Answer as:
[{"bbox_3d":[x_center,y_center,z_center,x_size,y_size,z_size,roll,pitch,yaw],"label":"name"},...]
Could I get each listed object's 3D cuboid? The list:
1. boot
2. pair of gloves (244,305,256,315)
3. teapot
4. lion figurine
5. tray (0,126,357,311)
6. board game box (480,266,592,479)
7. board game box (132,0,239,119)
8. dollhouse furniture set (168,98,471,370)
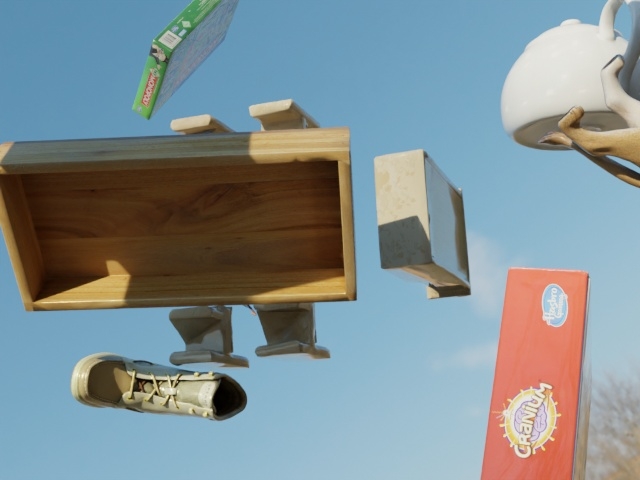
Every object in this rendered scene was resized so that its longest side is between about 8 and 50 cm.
[{"bbox_3d":[-0.216,0.203,1.190,0.165,0.077,0.213,2,-13,31],"label":"boot"},{"bbox_3d":[-0.174,0.126,1.880,0.010,0.083,0.074,-42,-57,-12],"label":"pair of gloves"},{"bbox_3d":[0.401,-0.257,1.359,0.256,0.187,0.252,-5,-11,31],"label":"teapot"},{"bbox_3d":[0.476,-0.166,1.023,0.392,0.240,0.142,-43,4,34],"label":"lion figurine"},{"bbox_3d":[-0.165,-0.023,1.040,0.411,0.076,0.202,-2,-60,3],"label":"tray"},{"bbox_3d":[0.176,0.216,0.707,0.064,0.316,0.242,3,-30,20],"label":"board game box"},{"bbox_3d":[-0.266,-0.414,1.798,0.317,0.046,0.213,-58,1,-38],"label":"board game box"},{"bbox_3d":[0.000,0.000,1.300,0.394,0.362,0.256,-8,-14,20],"label":"dollhouse furniture set"}]
